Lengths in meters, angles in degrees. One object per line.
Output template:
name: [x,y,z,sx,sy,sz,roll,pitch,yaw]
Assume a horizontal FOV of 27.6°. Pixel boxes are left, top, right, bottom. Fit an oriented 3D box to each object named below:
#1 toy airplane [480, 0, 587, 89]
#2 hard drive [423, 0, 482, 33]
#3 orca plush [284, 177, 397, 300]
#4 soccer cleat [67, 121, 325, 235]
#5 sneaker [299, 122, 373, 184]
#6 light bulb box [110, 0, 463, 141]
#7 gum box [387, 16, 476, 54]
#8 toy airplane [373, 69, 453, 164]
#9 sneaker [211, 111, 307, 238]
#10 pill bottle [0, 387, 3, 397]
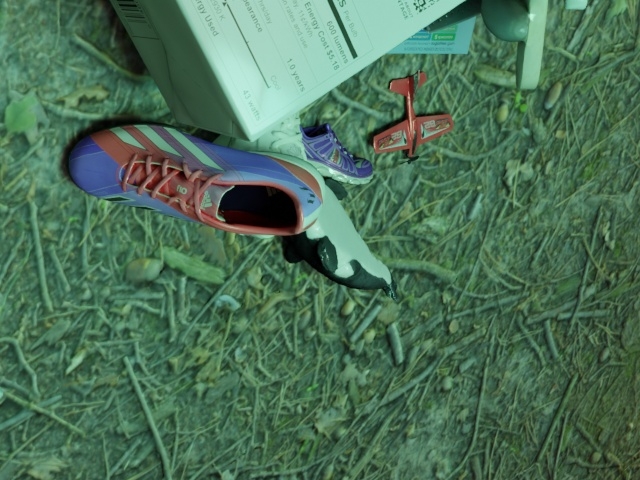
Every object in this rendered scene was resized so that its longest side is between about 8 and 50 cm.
toy airplane: [0.257,-0.420,1.561,0.384,0.272,0.386,50,54,-67]
hard drive: [0.214,-0.398,1.745,0.254,0.054,0.172,-30,125,-26]
orca plush: [0.000,0.000,1.864,0.287,0.102,0.151,31,49,-54]
soccer cleat: [-0.154,-0.068,1.558,0.318,0.116,0.109,10,110,2]
sneaker: [0.013,-0.123,1.795,0.170,0.068,0.071,17,97,-42]
light bulb box: [-0.056,-0.358,1.442,0.361,0.225,0.358,-35,115,-18]
gum box: [0.154,-0.350,1.793,0.157,0.041,0.184,-6,118,-36]
toy airplane: [0.128,-0.178,1.879,0.151,0.028,0.151,-19,125,-31]
sneaker: [-0.056,-0.146,1.663,0.114,0.152,0.305,-2,117,-50]
pill bottle: [-0.560,0.252,1.440,0.407,0.229,0.229,-44,133,-10]
